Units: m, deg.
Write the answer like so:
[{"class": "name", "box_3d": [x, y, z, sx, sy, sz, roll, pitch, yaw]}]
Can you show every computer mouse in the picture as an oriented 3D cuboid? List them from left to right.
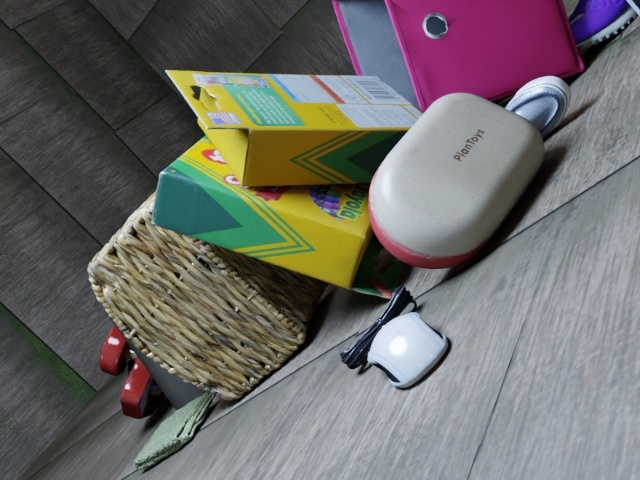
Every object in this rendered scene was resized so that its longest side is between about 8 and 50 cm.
[{"class": "computer mouse", "box_3d": [0.072, 0.094, 0.849, 0.106, 0.042, 0.193, -44, 8, -6]}]

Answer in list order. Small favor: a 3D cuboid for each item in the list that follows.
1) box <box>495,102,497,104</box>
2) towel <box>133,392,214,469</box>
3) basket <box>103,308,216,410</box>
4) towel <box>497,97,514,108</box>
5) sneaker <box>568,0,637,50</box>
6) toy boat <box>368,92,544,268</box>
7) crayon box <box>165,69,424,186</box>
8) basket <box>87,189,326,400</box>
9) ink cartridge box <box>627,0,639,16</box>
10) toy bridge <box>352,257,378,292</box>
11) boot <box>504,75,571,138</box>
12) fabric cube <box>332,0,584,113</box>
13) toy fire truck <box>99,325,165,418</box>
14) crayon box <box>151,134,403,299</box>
[{"class": "box", "box_3d": [0.322, -0.322, 1.607, 0.156, 0.093, 0.158, -41, 9, 22]}, {"class": "towel", "box_3d": [-0.226, 0.298, 1.343, 0.148, 0.027, 0.110, -37, 11, 36]}, {"class": "basket", "box_3d": [-0.239, 0.149, 1.463, 0.204, 0.227, 0.154, -45, 8, -17]}, {"class": "towel", "box_3d": [0.192, -0.140, 1.324, 0.209, 0.034, 0.285, -39, -3, 28]}, {"class": "sneaker", "box_3d": [0.438, -0.412, 1.297, 0.293, 0.146, 0.102, -44, 8, -3]}, {"class": "toy boat", "box_3d": [0.149, -0.052, 0.997, 0.231, 0.151, 0.151, -48, -21, -34]}, {"class": "crayon box", "box_3d": [-0.029, -0.153, 1.154, 0.203, 0.323, 0.083, -127, 42, -51]}, {"class": "basket", "box_3d": [-0.166, 0.061, 1.290, 0.213, 0.299, 0.223, -43, 11, 24]}, {"class": "ink cartridge box", "box_3d": [0.515, -0.476, 1.178, 0.333, 0.165, 0.065, -46, 8, -5]}, {"class": "toy bridge", "box_3d": [0.057, 0.039, 1.284, 0.063, 0.026, 0.188, -44, 7, 19]}, {"class": "boot", "box_3d": [0.241, -0.125, 1.103, 0.190, 0.069, 0.086, -49, 6, 49]}, {"class": "fabric cube", "box_3d": [0.199, -0.316, 1.319, 0.258, 0.254, 0.259, -19, 4, -10]}, {"class": "toy fire truck", "box_3d": [-0.304, 0.215, 1.694, 0.254, 0.169, 0.302, 99, -171, -58]}, {"class": "crayon box", "box_3d": [-0.034, -0.042, 1.138, 0.202, 0.318, 0.081, -62, -11, -64]}]
